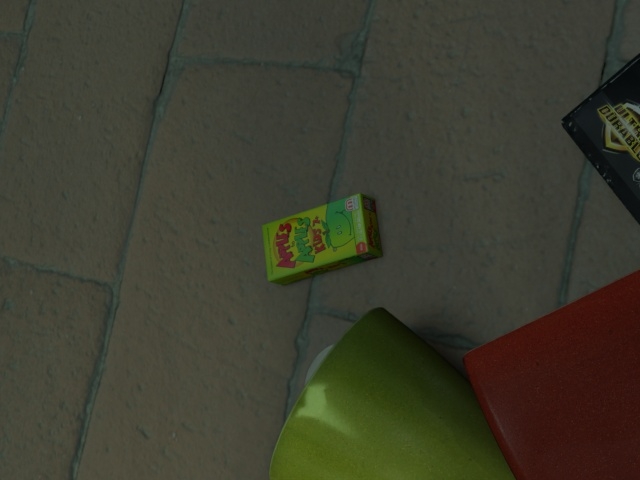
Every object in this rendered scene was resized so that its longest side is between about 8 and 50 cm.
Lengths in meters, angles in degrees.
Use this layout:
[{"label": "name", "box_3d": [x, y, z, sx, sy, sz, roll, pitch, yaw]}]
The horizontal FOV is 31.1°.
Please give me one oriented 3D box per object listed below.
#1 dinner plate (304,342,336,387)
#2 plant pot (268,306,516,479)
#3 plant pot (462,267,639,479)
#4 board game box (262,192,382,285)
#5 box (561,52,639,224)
[{"label": "dinner plate", "box_3d": [0.031, 0.217, 1.680, 0.141, 0.017, 0.141, -7, 76, 31]}, {"label": "plant pot", "box_3d": [0.132, 0.277, 1.475, 0.293, 0.275, 0.275, 31, 97, 18]}, {"label": "plant pot", "box_3d": [0.352, 0.225, 1.270, 0.267, 0.267, 0.236, -29, 45, 26]}, {"label": "board game box", "box_3d": [0.000, 0.000, 1.732, 0.181, 0.043, 0.092, -17, 71, 30]}, {"label": "box", "box_3d": [0.497, -0.132, 1.413, 0.293, 0.073, 0.295, -42, 61, 21]}]
